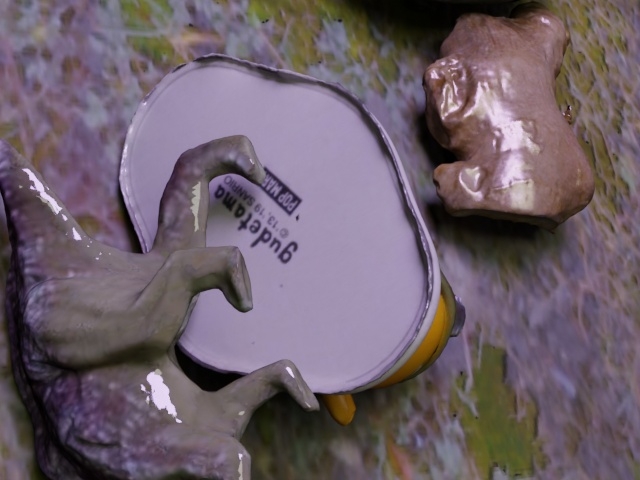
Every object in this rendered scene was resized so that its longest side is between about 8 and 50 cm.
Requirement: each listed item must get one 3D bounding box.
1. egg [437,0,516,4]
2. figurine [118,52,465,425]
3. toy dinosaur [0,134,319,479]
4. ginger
[{"bbox_3d":[0.111,-0.260,0.759,0.228,0.177,0.177,15,59,-35],"label":"egg"},{"bbox_3d":[0.000,0.000,0.620,0.141,0.166,0.250,25,25,-54],"label":"figurine"},{"bbox_3d":[-0.091,0.066,0.521,0.077,0.162,0.294,39,33,-59],"label":"toy dinosaur"},{"bbox_3d":[0.135,-0.104,0.756,0.138,0.074,0.213,18,63,-28],"label":"ginger"}]
